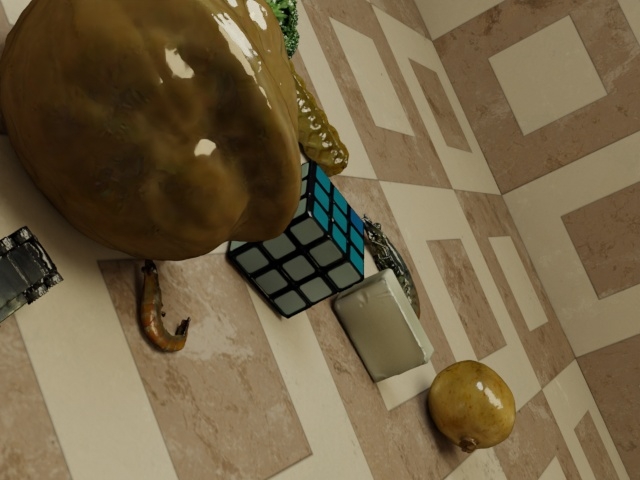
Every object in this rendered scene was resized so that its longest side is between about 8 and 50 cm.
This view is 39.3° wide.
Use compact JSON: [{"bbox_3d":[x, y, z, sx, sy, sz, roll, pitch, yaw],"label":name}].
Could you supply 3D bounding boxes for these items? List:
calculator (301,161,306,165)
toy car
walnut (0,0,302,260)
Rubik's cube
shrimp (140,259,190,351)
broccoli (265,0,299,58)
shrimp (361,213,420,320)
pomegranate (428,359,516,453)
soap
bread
[{"bbox_3d":[-0.009,-0.076,1.757,0.103,0.024,0.165,20,50,-58],"label":"calculator"},{"bbox_3d":[-0.326,0.047,0.885,0.071,0.063,0.165,58,23,-11],"label":"toy car"},{"bbox_3d":[-0.196,-0.159,1.076,0.383,0.384,0.383,47,28,-35],"label":"walnut"},{"bbox_3d":[-0.036,-0.002,1.443,0.160,0.163,0.162,51,22,-29],"label":"Rubik's cube"},{"bbox_3d":[-0.204,0.084,1.159,0.091,0.025,0.127,20,52,-59],"label":"shrimp"},{"bbox_3d":[-0.127,-0.403,1.647,0.156,0.195,0.195,87,-12,-65],"label":"broccoli"},{"bbox_3d":[0.139,0.076,1.882,0.262,0.051,0.198,63,23,-10],"label":"shrimp"},{"bbox_3d":[0.306,0.342,1.814,0.196,0.196,0.196,47,28,-35],"label":"pomegranate"},{"bbox_3d":[0.114,0.158,1.646,0.183,0.121,0.064,62,23,-7],"label":"soap"},{"bbox_3d":[-0.056,-0.284,1.811,0.367,0.077,0.084,55,20,-19],"label":"bread"}]
